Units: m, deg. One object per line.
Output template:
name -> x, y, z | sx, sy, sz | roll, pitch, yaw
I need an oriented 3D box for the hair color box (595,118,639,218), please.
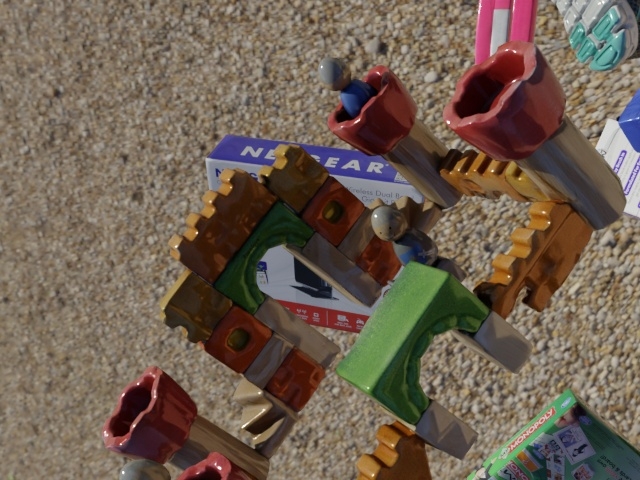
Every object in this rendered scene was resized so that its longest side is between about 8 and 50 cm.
hair color box -> 0.740, -0.119, 1.597 | 0.339, 0.110, 0.185 | 29, 100, 41

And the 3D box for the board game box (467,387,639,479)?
board game box -> 0.408, 0.394, 1.127 | 0.317, 0.046, 0.213 | 41, 106, -9

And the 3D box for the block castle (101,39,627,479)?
block castle -> 0.006, 0.044, 0.648 | 0.213, 0.453, 0.303 | 39, 171, -24

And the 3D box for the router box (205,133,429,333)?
router box -> 0.000, 0.000, 1.193 | 0.335, 0.082, 0.301 | 8, 128, 15

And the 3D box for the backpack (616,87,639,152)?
backpack -> 0.642, -0.237, 1.436 | 0.101, 0.120, 0.098 | 1, 138, 50

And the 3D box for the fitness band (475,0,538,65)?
fitness band -> 0.316, -0.371, 1.263 | 0.054, 0.209, 0.291 | 10, 100, 25

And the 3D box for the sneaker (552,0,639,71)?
sneaker -> 0.205, -0.191, 0.540 | 0.065, 0.076, 0.166 | 109, 152, -63
